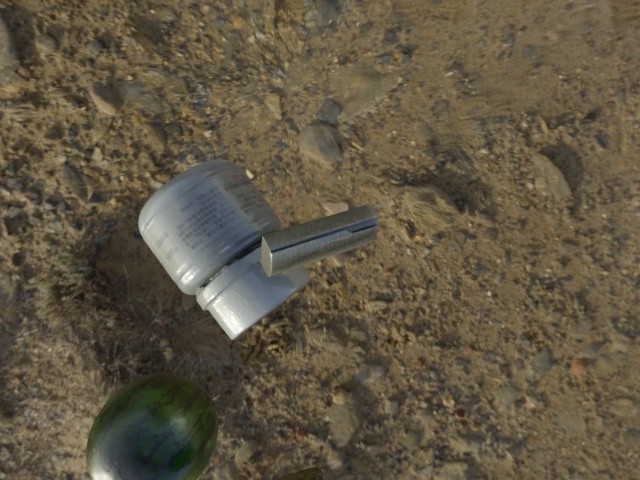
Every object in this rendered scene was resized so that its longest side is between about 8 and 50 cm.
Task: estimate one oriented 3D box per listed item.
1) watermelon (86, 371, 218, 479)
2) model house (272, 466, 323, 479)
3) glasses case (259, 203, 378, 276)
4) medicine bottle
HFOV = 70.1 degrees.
[{"bbox_3d":[-0.455,0.541,1.266,0.363,0.363,0.363,-1,108,-3],"label":"watermelon"},{"bbox_3d":[-0.099,0.661,1.079,0.173,0.268,0.239,39,110,32],"label":"model house"},{"bbox_3d":[0.000,0.000,0.770,0.205,0.047,0.071,-17,148,-24],"label":"glasses case"},{"bbox_3d":[-0.187,0.019,0.927,0.245,0.245,0.306,-37,86,8],"label":"medicine bottle"}]
